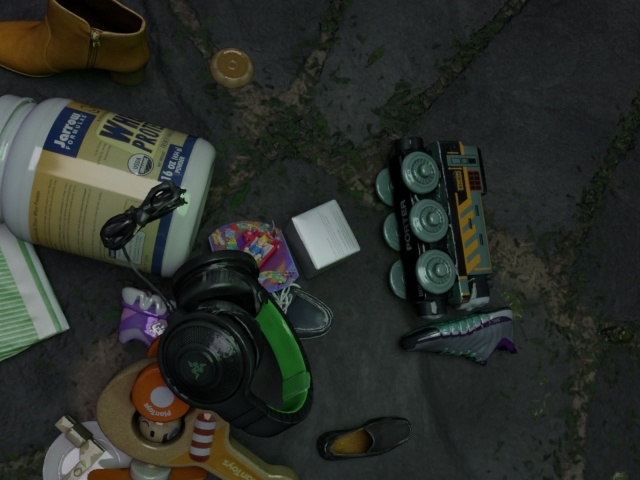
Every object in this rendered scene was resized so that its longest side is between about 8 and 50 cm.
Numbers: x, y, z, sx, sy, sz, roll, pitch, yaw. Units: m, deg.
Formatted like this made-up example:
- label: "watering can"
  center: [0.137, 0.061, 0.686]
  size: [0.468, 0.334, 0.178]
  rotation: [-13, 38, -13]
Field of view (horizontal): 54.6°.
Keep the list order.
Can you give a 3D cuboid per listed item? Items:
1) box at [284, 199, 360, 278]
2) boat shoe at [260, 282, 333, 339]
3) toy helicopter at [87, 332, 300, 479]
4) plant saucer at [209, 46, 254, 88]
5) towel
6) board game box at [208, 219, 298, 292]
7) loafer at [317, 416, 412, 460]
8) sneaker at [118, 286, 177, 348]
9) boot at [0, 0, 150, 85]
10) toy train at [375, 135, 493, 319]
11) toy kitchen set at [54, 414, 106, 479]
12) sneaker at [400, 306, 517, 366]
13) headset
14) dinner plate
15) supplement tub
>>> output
- label: "box"
  center: [0.000, 0.000, 1.078]
  size: [0.087, 0.101, 0.102]
  rotation: [-25, 83, -16]
- label: "boat shoe"
  center: [-0.094, 0.102, 1.048]
  size: [0.254, 0.079, 0.095]
  rotation: [23, 73, -7]
- label: "toy helicopter"
  center: [-0.182, 0.324, 0.940]
  size: [0.355, 0.140, 0.235]
  rotation: [40, 97, -14]
- label: "plant saucer"
  center: [-0.164, -0.324, 1.153]
  size: [0.083, 0.015, 0.083]
  rotation: [3, 78, -12]
- label: "towel"
  center: [-0.585, 0.097, 0.936]
  size: [0.324, 0.038, 0.248]
  rotation: [-23, 85, -26]
- label: "board game box"
  center: [-0.111, 0.014, 1.040]
  size: [0.133, 0.033, 0.169]
  rotation: [-4, 46, -22]
- label: "loafer"
  center: [0.082, 0.339, 1.048]
  size: [0.170, 0.061, 0.062]
  rotation: [-12, 81, -15]
- label: "sneaker"
  center: [-0.223, 0.157, 1.008]
  size: [0.236, 0.095, 0.105]
  rotation: [20, 82, -3]
- label: "boot"
  center: [-0.422, -0.343, 0.998]
  size: [0.295, 0.211, 0.104]
  rotation: [10, 76, -10]
- label: "toy train"
  center: [0.217, -0.028, 1.121]
  size: [0.190, 0.142, 0.334]
  rotation: [-3, 79, -23]
- label: "toy kitchen set"
  center: [-0.381, 0.318, 0.929]
  size: [0.083, 0.068, 0.075]
  rotation: [43, 74, -1]
- label: "sneaker"
  center: [0.256, 0.187, 1.110]
  size: [0.223, 0.083, 0.098]
  rotation: [-12, 86, -15]
- label: "headset"
  center: [-0.125, 0.094, 0.841]
  size: [0.185, 0.243, 0.394]
  rotation: [-34, 121, 19]
- label: "dinner plate"
  center: [-0.361, 0.356, 0.971]
  size: [0.141, 0.017, 0.141]
  rotation: [2, 79, -11]
- label: "supplement tub"
  center: [-0.338, -0.085, 0.955]
  size: [0.316, 0.228, 0.228]
  rotation: [15, 76, -9]
